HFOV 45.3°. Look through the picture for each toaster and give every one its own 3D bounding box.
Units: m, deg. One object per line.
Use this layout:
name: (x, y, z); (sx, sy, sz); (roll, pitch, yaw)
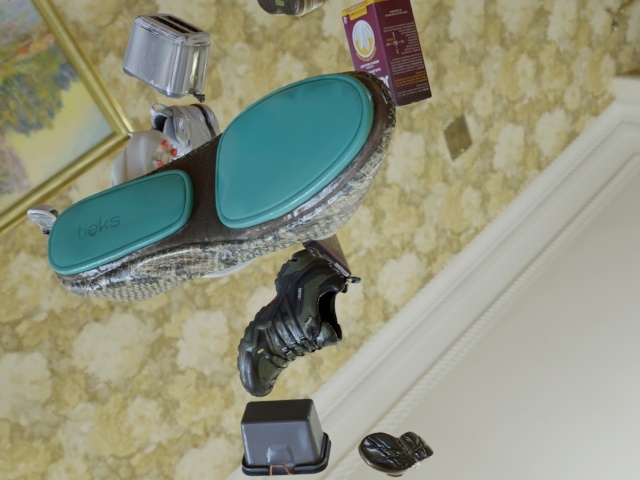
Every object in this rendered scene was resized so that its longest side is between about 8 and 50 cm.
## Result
toaster: (-0.340, -0.419, 1.736); (0.227, 0.146, 0.129); (32, -148, 25)

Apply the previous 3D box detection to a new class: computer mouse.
computer mouse: (-0.669, -0.051, 1.922); (0.106, 0.193, 0.042); (4, -112, 4)

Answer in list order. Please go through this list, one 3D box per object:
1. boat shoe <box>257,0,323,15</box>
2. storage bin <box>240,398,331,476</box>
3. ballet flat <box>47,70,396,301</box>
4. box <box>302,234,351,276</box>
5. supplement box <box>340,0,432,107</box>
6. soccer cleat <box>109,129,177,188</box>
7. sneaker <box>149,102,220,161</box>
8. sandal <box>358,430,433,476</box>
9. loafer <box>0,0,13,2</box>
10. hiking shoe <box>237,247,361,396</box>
boat shoe: (-0.060, -0.474, 1.505); (0.072, 0.068, 0.190); (-15, -146, -27)
storage bin: (-0.060, 0.296, 1.159); (0.135, 0.091, 0.098); (-6, -155, 11)
ballet flat: (-0.090, -0.036, 0.841); (0.483, 0.182, 0.164); (-21, -120, 32)
box: (0.000, 0.000, 1.497); (0.029, 0.116, 0.162); (-41, -153, 13)
supplement box: (0.114, -0.325, 1.337); (0.081, 0.188, 0.104); (-19, -170, -29)
soccer cleat: (-0.260, -0.062, 1.045); (0.076, 0.068, 0.196); (10, -110, 22)
sneaker: (-0.341, -0.198, 2.022); (0.137, 0.366, 0.210); (-22, 170, 29)
sandal: (0.140, 0.410, 1.459); (0.090, 0.219, 0.060); (47, -71, 27)
loafer: (-0.532, -0.391, 1.051); (0.112, 0.111, 0.319); (-46, 175, 23)
hiking shoe: (-0.032, 0.128, 1.059); (0.114, 0.086, 0.227); (30, -80, 32)
